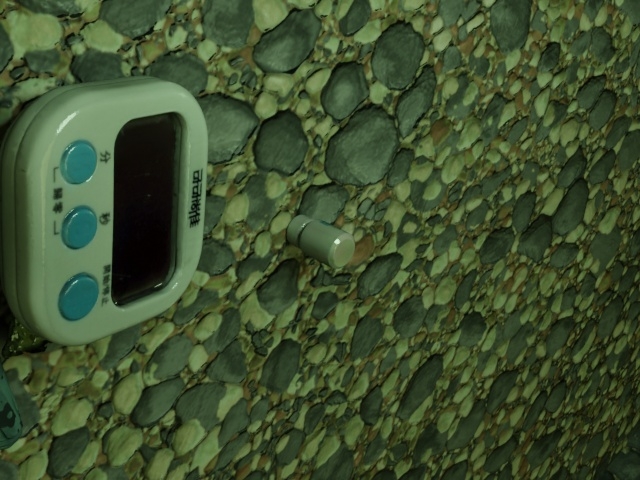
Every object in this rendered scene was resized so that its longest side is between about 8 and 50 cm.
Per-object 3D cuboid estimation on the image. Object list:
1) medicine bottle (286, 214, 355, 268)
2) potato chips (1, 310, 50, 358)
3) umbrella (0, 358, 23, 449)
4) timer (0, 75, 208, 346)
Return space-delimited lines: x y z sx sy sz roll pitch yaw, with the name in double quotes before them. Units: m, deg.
"medicine bottle" 0.000 0.000 1.265 0.052 0.089 0.052 -27 129 -38
"potato chips" -0.283 0.008 0.987 0.202 0.029 0.220 -45 139 -32
"umbrella" -0.356 0.117 0.960 0.053 0.052 0.250 -11 126 -6
"timer" -0.217 -0.032 0.958 0.237 0.087 0.262 -23 125 -53
